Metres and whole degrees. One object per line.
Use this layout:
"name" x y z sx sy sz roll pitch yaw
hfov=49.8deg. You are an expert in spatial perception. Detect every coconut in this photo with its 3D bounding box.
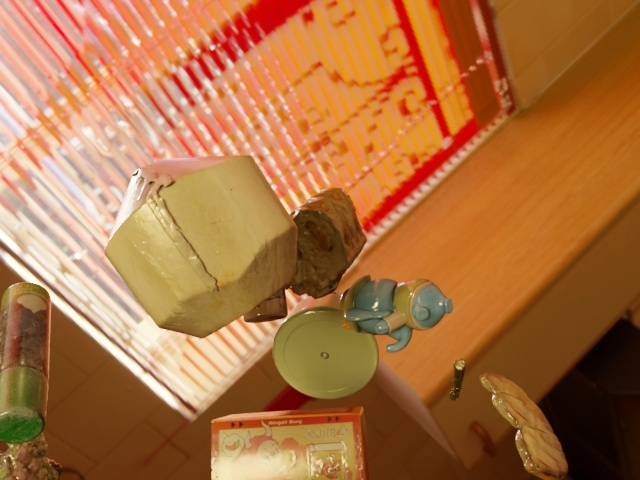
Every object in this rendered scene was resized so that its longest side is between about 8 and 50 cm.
"coconut" -0.200 -0.007 1.157 0.323 0.323 0.323 45 -11 11

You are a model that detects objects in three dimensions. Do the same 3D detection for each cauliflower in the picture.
"cauliflower" -0.775 0.561 1.654 0.315 0.239 0.257 17 -48 19

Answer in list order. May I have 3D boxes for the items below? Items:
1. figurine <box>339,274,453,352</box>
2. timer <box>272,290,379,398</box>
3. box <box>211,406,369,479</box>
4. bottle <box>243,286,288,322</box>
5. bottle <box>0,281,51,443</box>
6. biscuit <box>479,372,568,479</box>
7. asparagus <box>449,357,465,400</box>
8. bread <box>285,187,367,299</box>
"figurine" 0.158 0.155 1.568 0.262 0.180 0.154 4 -44 48
"timer" 0.030 0.248 1.985 0.291 0.290 0.315 50 21 -15
"box" -0.048 0.457 1.310 0.214 0.283 0.260 64 22 -76
"bottle" -0.134 0.067 1.481 0.097 0.110 0.209 -20 -107 40
"bottle" -0.542 0.213 1.252 0.093 0.093 0.330 57 5 -40
"biscuit" 0.518 0.464 1.737 0.154 0.045 0.299 8 44 -34
"asparagus" 0.261 0.268 1.314 0.025 0.025 0.248 1 -26 9
"bread" -0.004 0.005 1.663 0.252 0.195 0.239 -30 103 -74
